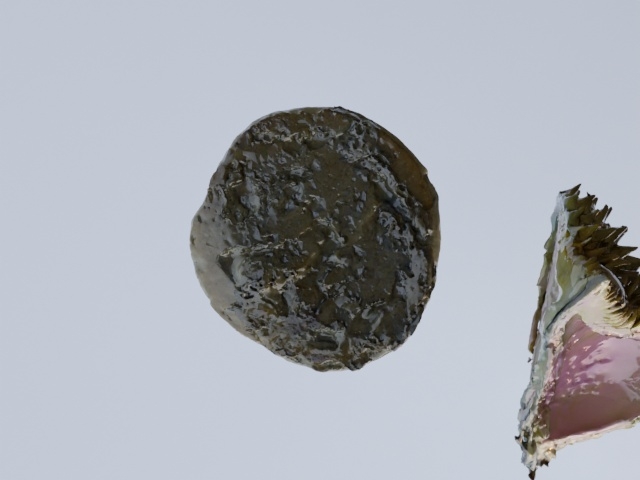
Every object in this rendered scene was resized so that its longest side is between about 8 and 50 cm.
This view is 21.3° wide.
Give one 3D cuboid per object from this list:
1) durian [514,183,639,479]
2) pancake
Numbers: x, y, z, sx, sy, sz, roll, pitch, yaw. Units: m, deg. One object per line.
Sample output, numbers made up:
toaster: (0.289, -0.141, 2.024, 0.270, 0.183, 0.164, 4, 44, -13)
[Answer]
durian: (0.248, 0.058, 1.609, 0.305, 0.185, 0.196, 83, 174, -49)
pancake: (-0.001, 0.000, 1.747, 0.282, 0.282, 0.049, 46, -169, -9)
